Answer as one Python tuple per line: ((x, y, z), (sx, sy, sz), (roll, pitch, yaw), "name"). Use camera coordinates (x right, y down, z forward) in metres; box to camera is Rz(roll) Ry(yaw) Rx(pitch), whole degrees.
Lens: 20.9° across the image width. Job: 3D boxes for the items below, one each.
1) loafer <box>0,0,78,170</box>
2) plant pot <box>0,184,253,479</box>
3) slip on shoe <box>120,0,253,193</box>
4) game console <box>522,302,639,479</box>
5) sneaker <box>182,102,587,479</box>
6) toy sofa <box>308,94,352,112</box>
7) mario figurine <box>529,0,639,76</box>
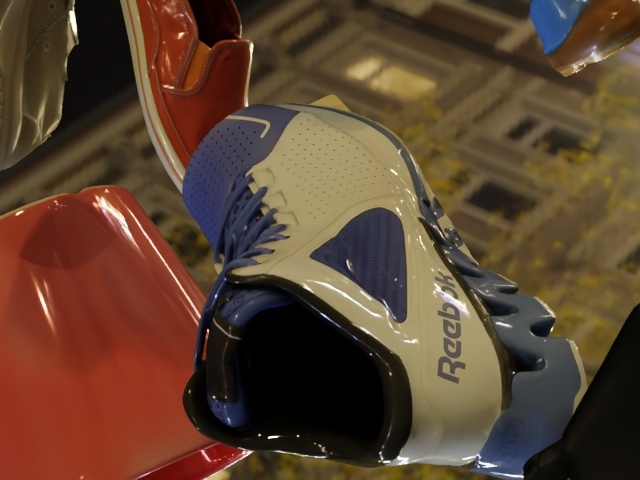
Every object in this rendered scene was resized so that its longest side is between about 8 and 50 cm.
((-0.229, -0.182, 1.286), (0.092, 0.102, 0.269), (-14, -60, -65), "loafer")
((-0.198, 0.104, 1.446), (0.275, 0.243, 0.275), (-24, -12, -5), "plant pot")
((-0.116, -0.167, 1.734), (0.123, 0.101, 0.331), (-14, -91, -61), "slip on shoe")
((0.093, 0.087, 0.354), (0.107, 0.122, 0.071), (16, -43, -41), "game console")
((-0.010, 0.023, 0.974), (0.182, 0.315, 0.127), (-1, -57, -40), "sneaker")
((0.000, 0.000, 2.345), (0.150, 0.177, 0.362), (-26, -35, -23), "toy sofa")
((0.141, -0.283, 1.200), (0.170, 0.198, 0.320), (-38, -80, -4), "mario figurine")
